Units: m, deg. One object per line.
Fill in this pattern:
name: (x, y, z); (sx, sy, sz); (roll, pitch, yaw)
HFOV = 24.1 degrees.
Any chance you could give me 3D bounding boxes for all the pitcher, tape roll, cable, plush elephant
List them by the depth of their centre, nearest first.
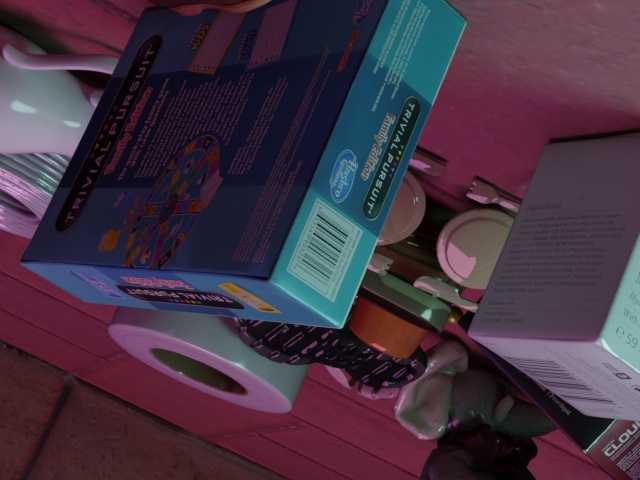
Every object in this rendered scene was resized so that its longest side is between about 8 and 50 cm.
pitcher: (-0.288, -0.152, 1.466); (0.207, 0.125, 0.178); (19, 144, -21)
cable: (-0.375, -0.082, 1.797); (0.257, 0.089, 0.257); (26, 162, -9)
tape roll: (-0.115, 0.086, 1.827); (0.246, 0.169, 0.246); (21, 162, 7)
plush elephant: (0.215, 0.271, 1.866); (0.330, 0.255, 0.272); (5, 165, 28)

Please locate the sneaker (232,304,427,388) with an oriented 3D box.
sneaker: (0.005, 0.091, 1.729); (0.267, 0.106, 0.101); (23, 136, -35)

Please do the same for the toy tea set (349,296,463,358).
toy tea set: (0.000, 0.000, 1.588); (0.336, 0.124, 0.200); (25, -168, -15)

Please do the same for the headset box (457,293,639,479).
headset box: (0.280, 0.150, 1.474); (0.293, 0.110, 0.218); (41, -176, -44)

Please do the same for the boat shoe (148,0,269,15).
boat shoe: (-0.083, -0.206, 1.085); (0.073, 0.073, 0.207); (32, 161, -30)

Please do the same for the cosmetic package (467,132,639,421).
cosmetic package: (0.243, 0.031, 1.179); (0.151, 0.184, 0.151); (33, 162, -29)

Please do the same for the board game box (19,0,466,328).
board game box: (-0.069, -0.070, 1.168); (0.079, 0.254, 0.336); (35, 159, -35)

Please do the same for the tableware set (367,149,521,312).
tableware set: (0.102, -0.019, 1.398); (0.194, 0.128, 0.039); (24, -153, -9)

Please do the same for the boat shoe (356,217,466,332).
boat shoe: (0.008, -0.026, 1.461); (0.307, 0.104, 0.110); (30, 171, -14)

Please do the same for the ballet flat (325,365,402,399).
ballet flat: (0.058, 0.173, 2.020); (0.080, 0.073, 0.232); (6, 156, 44)
